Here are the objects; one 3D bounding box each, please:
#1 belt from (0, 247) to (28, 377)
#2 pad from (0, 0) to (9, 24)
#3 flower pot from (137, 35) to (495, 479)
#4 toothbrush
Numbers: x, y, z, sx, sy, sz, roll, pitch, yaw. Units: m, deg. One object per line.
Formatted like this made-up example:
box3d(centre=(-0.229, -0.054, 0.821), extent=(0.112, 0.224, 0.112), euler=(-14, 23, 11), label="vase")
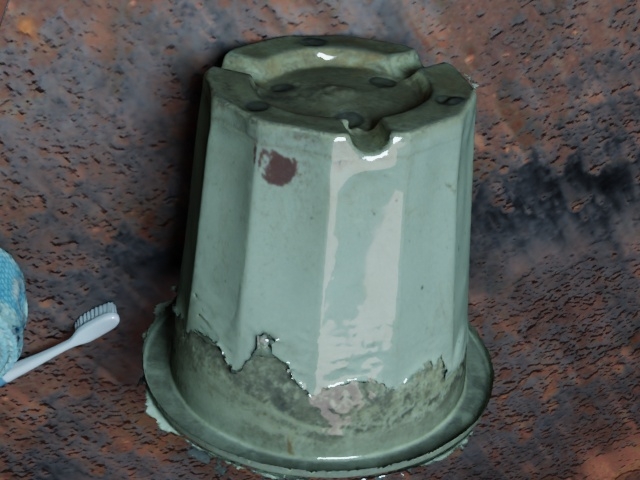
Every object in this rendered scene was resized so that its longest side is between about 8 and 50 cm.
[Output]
box3d(centre=(-0.299, 0.044, 0.813), extent=(0.147, 0.082, 0.163), euler=(-4, 143, -10), label="belt")
box3d(centre=(-0.325, -0.103, 0.723), extent=(0.181, 0.004, 0.267), euler=(10, 126, -29), label="pad")
box3d(centre=(0.000, 0.000, 0.793), extent=(0.290, 0.290, 0.259), euler=(-7, 122, -17), label="flower pot")
box3d(centre=(-0.292, 0.125, 0.939), extent=(0.275, 0.025, 0.019), euler=(-29, 130, 8), label="toothbrush")
